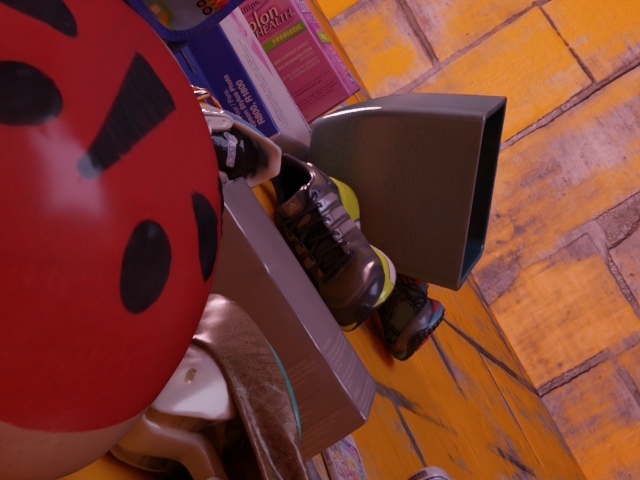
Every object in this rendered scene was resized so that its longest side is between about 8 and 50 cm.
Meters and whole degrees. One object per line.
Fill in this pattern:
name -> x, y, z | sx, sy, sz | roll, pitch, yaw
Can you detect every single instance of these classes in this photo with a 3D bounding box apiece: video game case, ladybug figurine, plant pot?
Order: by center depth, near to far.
ladybug figurine -> -0.165, -0.038, 0.713 | 0.305, 0.161, 0.449 | 54, 11, -19
video game case -> 0.027, 0.228, 1.228 | 0.087, 0.011, 0.122 | 47, 15, -45
plant pot -> 0.114, -0.094, 1.776 | 0.248, 0.252, 0.247 | -39, 138, -70

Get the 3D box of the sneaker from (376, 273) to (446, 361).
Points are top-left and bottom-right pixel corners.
sneaker -> 0.095, 0.081, 1.800 | 0.125, 0.104, 0.262 | 36, 13, -18

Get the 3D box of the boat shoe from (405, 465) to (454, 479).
boat shoe -> 0.162, 0.328, 1.434 | 0.183, 0.065, 0.083 | 35, 26, -49

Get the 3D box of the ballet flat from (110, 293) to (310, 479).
ballet flat -> -0.068, 0.165, 0.789 | 0.124, 0.116, 0.342 | 18, 41, -44

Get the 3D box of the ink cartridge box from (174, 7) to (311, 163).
ink cartridge box -> -0.133, -0.260, 1.743 | 0.324, 0.071, 0.330 | 60, 10, 11

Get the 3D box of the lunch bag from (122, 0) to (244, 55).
lunch bag -> -0.165, -0.248, 0.949 | 0.221, 0.293, 0.138 | 50, 13, -35

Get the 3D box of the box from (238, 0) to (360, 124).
box -> -0.046, -0.335, 2.206 | 0.243, 0.117, 0.213 | 57, 11, -5

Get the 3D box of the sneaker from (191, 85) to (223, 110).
sneaker -> -0.140, -0.127, 1.294 | 0.084, 0.083, 0.215 | 50, 12, -32

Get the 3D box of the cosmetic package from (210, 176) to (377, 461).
cosmetic package -> -0.054, 0.070, 1.080 | 0.238, 0.107, 0.127 | 55, 11, -1

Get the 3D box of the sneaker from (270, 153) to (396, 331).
sneaker -> 0.000, 0.000, 1.563 | 0.121, 0.111, 0.300 | 37, 16, -36

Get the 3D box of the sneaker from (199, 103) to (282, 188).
sneaker -> -0.125, -0.088, 1.103 | 0.237, 0.086, 0.085 | 3, 89, -54
